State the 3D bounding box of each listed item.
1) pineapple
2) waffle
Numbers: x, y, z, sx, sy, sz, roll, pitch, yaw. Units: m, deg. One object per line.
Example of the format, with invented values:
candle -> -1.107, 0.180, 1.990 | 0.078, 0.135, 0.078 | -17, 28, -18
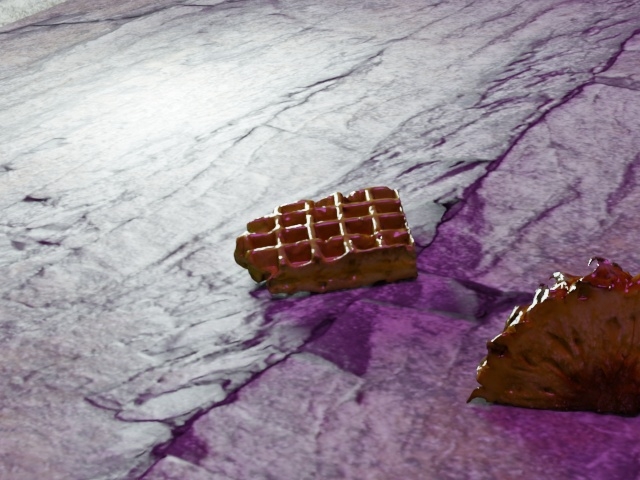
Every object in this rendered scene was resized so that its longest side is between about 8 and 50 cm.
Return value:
pineapple -> 0.270, 0.063, 0.982 | 0.250, 0.139, 0.164 | -1, 28, 18
waffle -> 0.000, 0.000, 1.234 | 0.211, 0.055, 0.160 | -8, 29, 0
